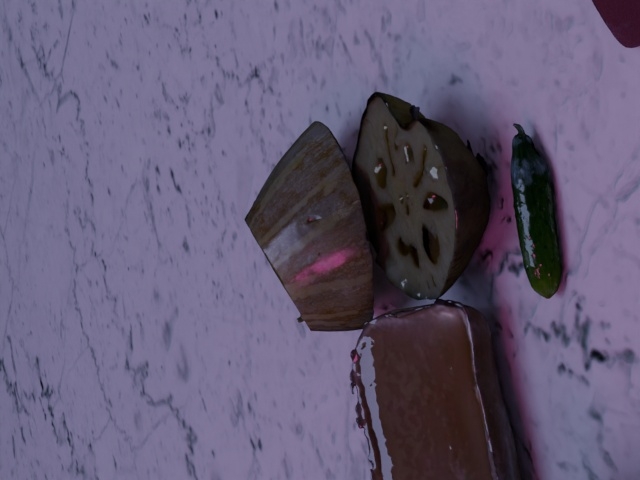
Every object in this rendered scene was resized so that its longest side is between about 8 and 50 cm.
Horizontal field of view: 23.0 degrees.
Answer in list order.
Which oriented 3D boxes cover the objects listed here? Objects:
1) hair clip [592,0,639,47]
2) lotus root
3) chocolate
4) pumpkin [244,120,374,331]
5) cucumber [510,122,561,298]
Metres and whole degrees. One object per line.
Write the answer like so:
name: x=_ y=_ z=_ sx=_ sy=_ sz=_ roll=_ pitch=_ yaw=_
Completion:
hair clip: x=0.230 y=-0.217 z=1.241 sx=0.054 sy=0.022 sz=0.137 roll=-43 pitch=59 yaw=51
lotus root: x=0.102 y=-0.046 z=1.445 sx=0.183 sy=0.078 sz=0.203 roll=62 pitch=155 yaw=26
chocolate: x=0.120 y=0.184 z=1.461 sx=0.161 sy=0.083 sz=0.261 roll=-11 pitch=87 yaw=43
pumpkin: x=-0.017 y=-0.001 z=1.571 sx=0.217 sy=0.110 sz=0.217 roll=160 pitch=90 yaw=-78
cucumber: x=0.183 y=-0.026 z=1.351 sx=0.037 sy=0.037 sz=0.155 roll=-13 pitch=86 yaw=60
